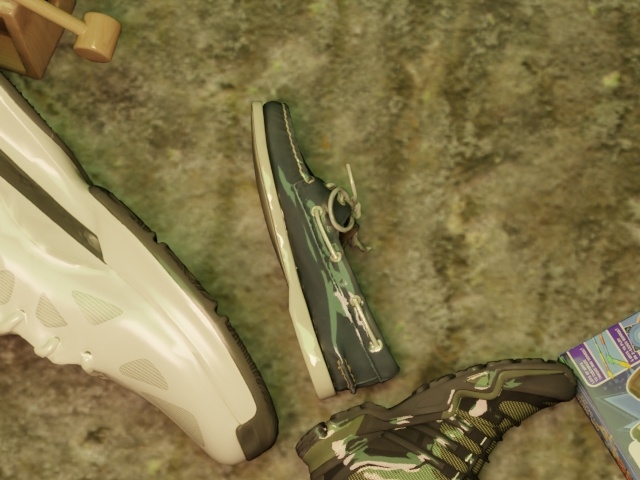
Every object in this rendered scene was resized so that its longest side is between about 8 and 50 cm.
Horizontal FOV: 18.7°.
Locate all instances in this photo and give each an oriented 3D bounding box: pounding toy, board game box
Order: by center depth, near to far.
[{"bbox_3d":[0.296,0.146,1.536,0.136,0.035,0.201,-28,71,-7],"label":"board game box"},{"bbox_3d":[-0.253,-0.216,1.623,0.206,0.181,0.094,18,72,10],"label":"pounding toy"}]

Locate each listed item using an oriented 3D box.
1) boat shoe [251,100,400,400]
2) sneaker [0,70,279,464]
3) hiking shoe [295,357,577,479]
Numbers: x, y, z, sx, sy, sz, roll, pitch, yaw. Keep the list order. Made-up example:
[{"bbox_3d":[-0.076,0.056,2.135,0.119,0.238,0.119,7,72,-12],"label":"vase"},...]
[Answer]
[{"bbox_3d":[0.000,0.000,1.575,0.079,0.095,0.254,-15,71,-1],"label":"boat shoe"},{"bbox_3d":[-0.254,0.057,1.517,0.257,0.169,0.447,-43,85,-11],"label":"sneaker"},{"bbox_3d":[0.101,0.165,1.526,0.227,0.086,0.114,-19,83,2],"label":"hiking shoe"}]
